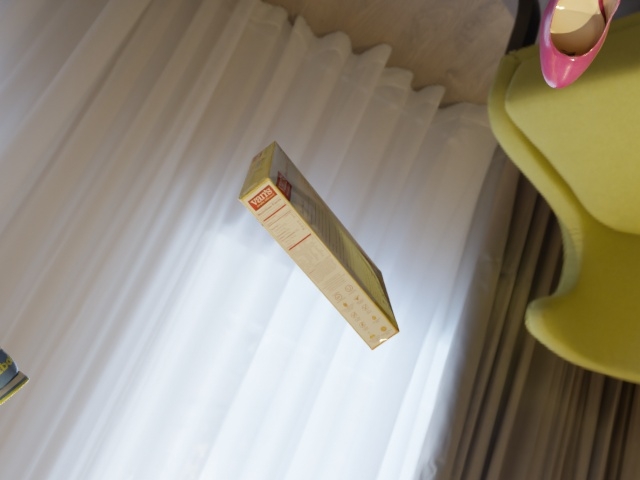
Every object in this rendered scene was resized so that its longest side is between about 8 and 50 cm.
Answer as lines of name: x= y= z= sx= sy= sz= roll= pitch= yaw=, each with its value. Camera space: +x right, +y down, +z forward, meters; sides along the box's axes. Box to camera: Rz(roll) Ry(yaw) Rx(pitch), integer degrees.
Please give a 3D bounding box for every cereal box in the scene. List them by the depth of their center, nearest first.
cereal box: x=0.000 y=0.000 z=0.734 sx=0.240 sy=0.047 sz=0.173 roll=50 pitch=-167 yaw=-17

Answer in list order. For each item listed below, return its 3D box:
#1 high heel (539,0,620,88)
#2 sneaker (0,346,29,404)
high heel: x=0.303 y=-0.259 z=0.690 sx=0.082 sy=0.117 sz=0.244 roll=21 pitch=142 yaw=8
sneaker: x=-0.298 y=0.104 z=0.488 sx=0.144 sy=0.053 sz=0.059 roll=-11 pitch=117 yaw=29
